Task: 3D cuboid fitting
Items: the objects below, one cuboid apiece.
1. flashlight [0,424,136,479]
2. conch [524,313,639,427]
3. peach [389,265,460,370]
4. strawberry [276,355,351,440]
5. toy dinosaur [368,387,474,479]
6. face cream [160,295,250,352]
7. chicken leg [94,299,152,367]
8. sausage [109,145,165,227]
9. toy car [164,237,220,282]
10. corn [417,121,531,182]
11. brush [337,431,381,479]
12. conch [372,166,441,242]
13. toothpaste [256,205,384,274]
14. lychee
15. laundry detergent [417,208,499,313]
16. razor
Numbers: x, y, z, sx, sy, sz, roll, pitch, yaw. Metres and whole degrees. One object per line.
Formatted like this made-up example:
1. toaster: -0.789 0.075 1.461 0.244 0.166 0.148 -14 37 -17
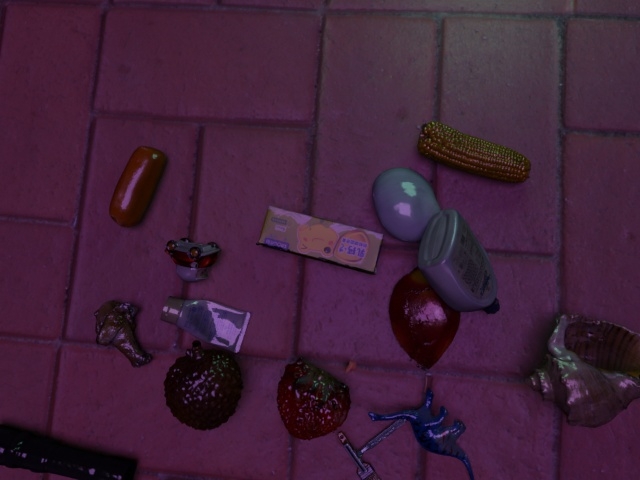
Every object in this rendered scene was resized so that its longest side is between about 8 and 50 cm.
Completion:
1. flashlight: -0.690 0.576 1.273 0.425 0.103 0.103 12 85 4
2. conch: 0.651 0.310 1.167 0.325 0.186 0.262 2 66 -9
3. peach: 0.274 0.200 1.258 0.189 0.068 0.278 -2 84 5
4. strawberry: -0.028 0.410 1.208 0.187 0.184 0.201 15 110 -28
5. toy dinosaur: 0.291 0.472 1.215 0.329 0.076 0.144 34 91 -3
6. face cream: -0.311 0.217 1.308 0.224 0.070 0.114 18 86 -6
7. chicken leg: -0.538 0.255 1.306 0.125 0.080 0.196 -16 83 -11
8. sausage: -0.510 -0.151 1.341 0.098 0.098 0.238 21 85 6
9. toy car: -0.349 0.057 1.307 0.139 0.112 0.112 11 101 15
10. corn: 0.405 -0.225 1.279 0.313 0.102 0.101 21 86 6
11. brush: 0.097 0.570 1.257 0.043 0.014 0.169 -35 81 -4
12. conch: 0.231 -0.104 1.281 0.185 0.121 0.221 -25 76 -29
13. toothpaste: 0.000 0.000 1.294 0.328 0.077 0.110 14 83 5
14. lychee: -0.294 0.360 1.220 0.200 0.200 0.238 -7 101 3
15. laundry detergent: 0.366 0.075 1.207 0.281 0.105 0.214 41 50 -26
16. razor: 0.167 0.499 1.250 0.211 0.036 0.084 -35 77 -8
